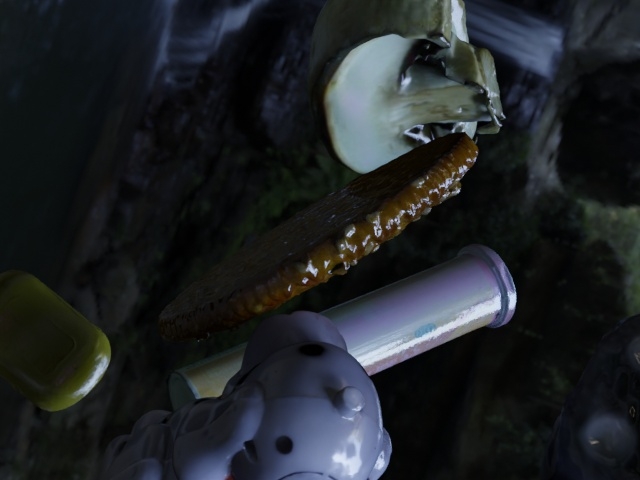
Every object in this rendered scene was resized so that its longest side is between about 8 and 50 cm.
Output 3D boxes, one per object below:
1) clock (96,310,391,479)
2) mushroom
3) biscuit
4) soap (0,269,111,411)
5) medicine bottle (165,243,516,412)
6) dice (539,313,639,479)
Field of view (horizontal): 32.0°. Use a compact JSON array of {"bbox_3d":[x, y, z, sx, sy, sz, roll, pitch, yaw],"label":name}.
[{"bbox_3d":[-0.042,0.159,0.819,0.254,0.189,0.189,-52,-164,40],"label":"clock"},{"bbox_3d":[0.078,-0.193,1.171,0.267,0.190,0.164,43,38,-55],"label":"mushroom"},{"bbox_3d":[0.000,0.000,0.919,0.305,0.038,0.305,-31,-173,4],"label":"biscuit"},{"bbox_3d":[-0.257,0.090,1.006,0.089,0.140,0.045,-50,173,-14],"label":"soap"},{"bbox_3d":[0.031,0.120,1.299,0.108,0.426,0.108,42,-38,44],"label":"medicine bottle"},{"bbox_3d":[0.288,0.178,0.884,0.181,0.183,0.182,-55,148,-20],"label":"dice"}]
